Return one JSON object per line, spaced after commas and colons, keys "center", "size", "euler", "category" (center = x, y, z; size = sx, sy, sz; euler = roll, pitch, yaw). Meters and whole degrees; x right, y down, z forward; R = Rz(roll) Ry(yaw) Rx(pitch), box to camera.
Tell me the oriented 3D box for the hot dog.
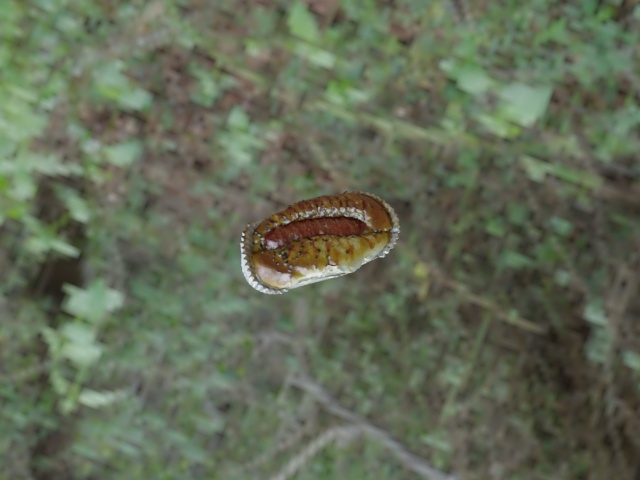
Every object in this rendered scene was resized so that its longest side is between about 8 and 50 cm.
{"center": [0.000, 0.000, 2.095], "size": [0.192, 0.099, 0.053], "euler": [-17, 160, -21], "category": "hot dog"}
